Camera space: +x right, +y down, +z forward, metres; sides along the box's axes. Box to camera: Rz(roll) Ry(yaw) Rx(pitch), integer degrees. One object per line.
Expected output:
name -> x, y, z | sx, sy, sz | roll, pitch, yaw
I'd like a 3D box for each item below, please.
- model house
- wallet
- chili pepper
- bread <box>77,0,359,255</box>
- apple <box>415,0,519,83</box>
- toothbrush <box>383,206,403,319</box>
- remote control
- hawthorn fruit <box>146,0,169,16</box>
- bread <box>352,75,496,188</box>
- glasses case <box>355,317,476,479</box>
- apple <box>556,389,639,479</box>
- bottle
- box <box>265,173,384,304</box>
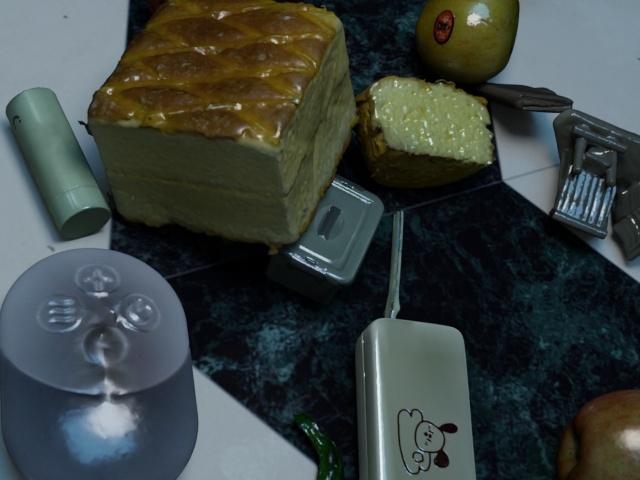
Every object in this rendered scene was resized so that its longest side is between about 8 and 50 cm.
model house -> 0.439, -0.072, 1.703 | 0.229, 0.122, 0.188 | 23, 54, -8
wallet -> 0.323, -0.226, 1.771 | 0.118, 0.038, 0.153 | 1, 13, -19
chili pepper -> 0.004, 0.261, 1.355 | 0.055, 0.035, 0.118 | 6, 57, -38
bread -> -0.116, -0.163, 1.444 | 0.279, 0.207, 0.279 | 11, 49, 22
apple -> 0.234, -0.338, 1.778 | 0.155, 0.182, 0.182 | 9, 50, 14
toothbrush -> 0.102, 0.072, 1.530 | 0.028, 0.026, 0.294 | 20, 51, -25
remote control -> -0.257, 0.152, 1.286 | 0.221, 0.103, 0.332 | 0, 58, -19
hawthorn fruit -> -0.181, -0.378, 1.664 | 0.173, 0.173, 0.179 | -23, 41, -32
bread -> 0.134, -0.147, 1.622 | 0.229, 0.139, 0.143 | 7, 59, -34
glasses case -> 0.116, 0.253, 1.362 | 0.131, 0.070, 0.313 | 9, 60, -16
apple -> 0.393, 0.280, 1.397 | 0.174, 0.188, 0.188 | 12, 53, -7
bottle -> -0.343, -0.102, 1.450 | 0.072, 0.072, 0.201 | -15, 63, -29
box -> 0.000, 0.000, 1.498 | 0.124, 0.093, 0.172 | 27, 51, 0
